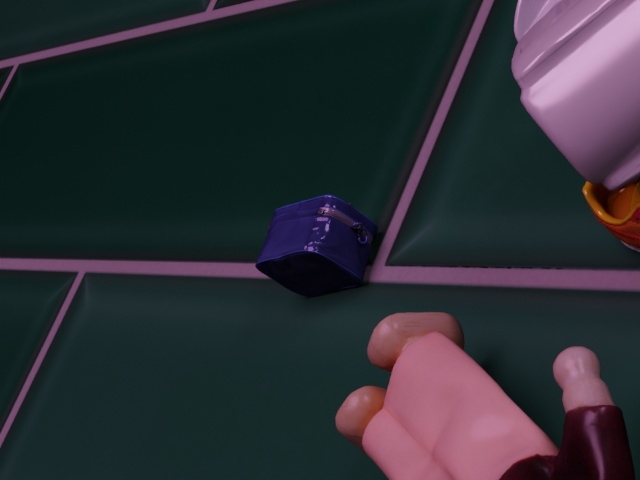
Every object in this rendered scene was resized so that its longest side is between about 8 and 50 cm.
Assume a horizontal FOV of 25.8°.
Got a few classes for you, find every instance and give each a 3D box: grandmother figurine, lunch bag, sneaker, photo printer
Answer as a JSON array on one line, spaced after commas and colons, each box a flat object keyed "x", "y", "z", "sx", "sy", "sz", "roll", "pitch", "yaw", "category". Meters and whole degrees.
[{"x": 0.127, "y": 0.163, "z": 0.846, "sx": 0.342, "sy": 0.104, "sz": 0.207, "roll": 48, "pitch": 129, "yaw": 54, "category": "grandmother figurine"}, {"x": 0.000, "y": 0.000, "z": 1.173, "sx": 0.098, "sy": 0.067, "sz": 0.065, "roll": -13, "pitch": 52, "yaw": 45, "category": "lunch bag"}, {"x": 0.233, "y": -0.012, "z": 0.884, "sx": 0.175, "sy": 0.067, "sz": 0.064, "roll": 14, "pitch": 71, "yaw": 54, "category": "sneaker"}, {"x": 0.264, "y": -0.173, "z": 0.859, "sx": 0.307, "sy": 0.107, "sz": 0.256, "roll": -40, "pitch": 4, "yaw": 15, "category": "photo printer"}]

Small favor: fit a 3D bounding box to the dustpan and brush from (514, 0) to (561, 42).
[{"x": 0.230, "y": -0.252, "z": 1.107, "sx": 0.147, "sy": 0.060, "sz": 0.211, "roll": 11, "pitch": 71, "yaw": 55, "category": "dustpan and brush"}]
